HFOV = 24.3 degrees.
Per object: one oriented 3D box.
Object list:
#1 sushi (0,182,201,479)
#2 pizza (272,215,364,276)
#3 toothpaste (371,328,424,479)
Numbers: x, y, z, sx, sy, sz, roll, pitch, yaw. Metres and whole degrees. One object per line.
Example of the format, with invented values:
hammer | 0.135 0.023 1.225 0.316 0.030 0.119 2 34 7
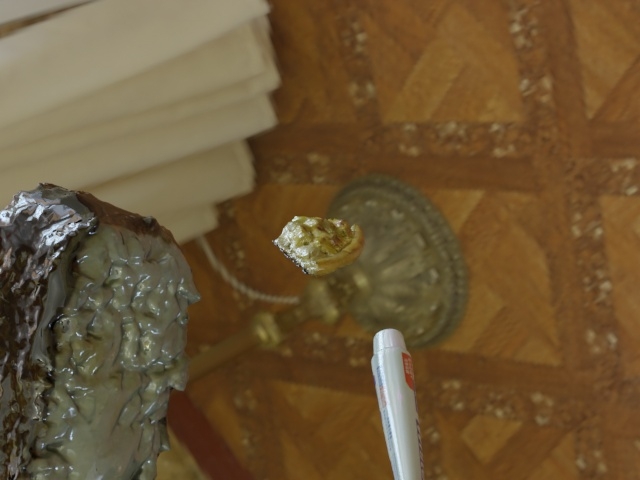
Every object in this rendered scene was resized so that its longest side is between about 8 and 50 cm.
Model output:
sushi | -0.233 0.126 1.358 0.182 0.196 0.343 15 95 47
pizza | 0.000 -0.001 1.773 0.099 0.160 0.035 25 111 13
toothpaste | 0.065 0.162 1.144 0.033 0.218 0.052 -13 140 8
